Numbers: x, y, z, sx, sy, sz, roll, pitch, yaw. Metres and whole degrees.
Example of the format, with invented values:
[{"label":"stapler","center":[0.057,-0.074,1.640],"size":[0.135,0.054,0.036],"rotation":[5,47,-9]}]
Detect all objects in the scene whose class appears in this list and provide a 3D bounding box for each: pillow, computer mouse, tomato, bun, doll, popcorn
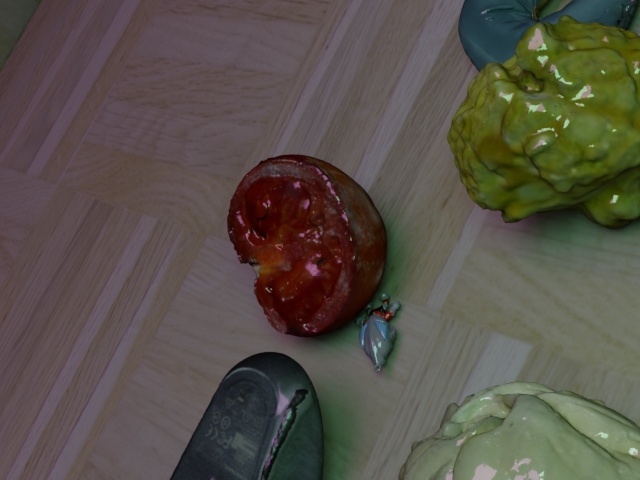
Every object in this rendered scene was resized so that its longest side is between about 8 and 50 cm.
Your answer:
[{"label":"pillow","center":[0.278,-0.280,1.405],"size":[0.214,0.086,0.233],"rotation":[-43,43,6]},{"label":"computer mouse","center":[-0.093,0.317,1.338],"size":[0.203,0.114,0.374],"rotation":[24,89,47]},{"label":"tomato","center":[0.000,0.000,1.446],"size":[0.200,0.140,0.233],"rotation":[-26,80,41]},{"label":"bun","center":[0.175,0.228,1.056],"size":[0.259,0.160,0.259],"rotation":[-36,19,15]},{"label":"doll","center":[0.070,0.112,1.375],"size":[0.057,0.039,0.114],"rotation":[-3,43,5]},{"label":"popcorn","center":[0.257,-0.121,1.190],"size":[0.256,0.255,0.195],"rotation":[-28,48,20]}]
